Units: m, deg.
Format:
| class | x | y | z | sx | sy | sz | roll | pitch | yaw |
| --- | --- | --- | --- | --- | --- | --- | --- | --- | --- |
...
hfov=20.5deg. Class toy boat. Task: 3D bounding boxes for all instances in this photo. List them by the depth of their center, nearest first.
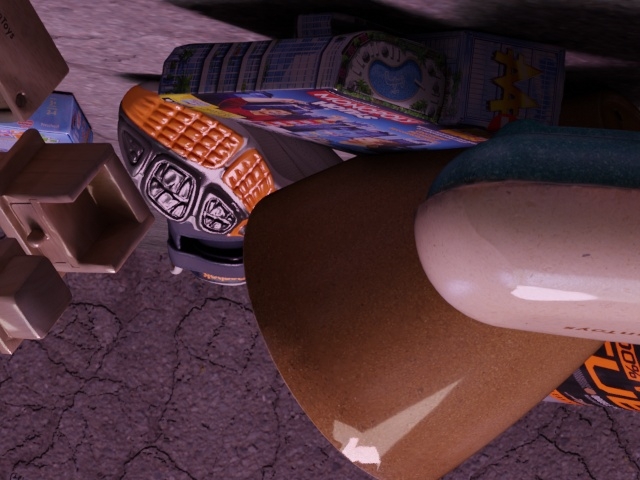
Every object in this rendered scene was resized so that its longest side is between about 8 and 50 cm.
| class | x | y | z | sx | sy | sz | roll | pitch | yaw |
| --- | --- | --- | --- | --- | --- | --- | --- | --- | --- |
| toy boat | 0.205 | -0.028 | 0.957 | 0.268 | 0.148 | 0.318 | 7 | 169 | -13 |

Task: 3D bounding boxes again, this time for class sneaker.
| class | x | y | z | sx | sy | sz | roll | pitch | yaw |
| --- | --- | --- | --- | --- | --- | --- | --- | --- | --- |
| sneaker | -0.059 | -0.062 | 1.423 | 0.099 | 0.121 | 0.262 | -39 | 127 | 24 |
| sneaker | -0.087 | -0.025 | 1.698 | 0.126 | 0.127 | 0.321 | 8 | 174 | 5 |

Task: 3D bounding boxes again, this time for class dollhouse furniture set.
| class | x | y | z | sx | sy | sz | roll | pitch | yaw |
| --- | --- | --- | --- | --- | --- | --- | --- | --- | --- |
| dollhouse furniture set | -0.295 | 0.001 | 0.885 | 0.174 | 0.355 | 0.303 | 2 | 134 | 37 |

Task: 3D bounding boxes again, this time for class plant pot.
| class | x | y | z | sx | sy | sz | roll | pitch | yaw |
| --- | --- | --- | --- | --- | --- | --- | --- | --- | --- |
| plant pot | 0.117 | 0.009 | 1.208 | 0.254 | 0.237 | 0.237 | -32 | 155 | 28 |

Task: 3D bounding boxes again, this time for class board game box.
| class | x | y | z | sx | sy | sz | roll | pitch | yaw |
| --- | --- | --- | --- | --- | --- | --- | --- | --- | --- |
| board game box | 0.039 | -0.097 | 1.075 | 0.194 | 0.060 | 0.194 | 1 | 172 | 41 |
| board game box | -0.288 | -0.103 | 1.555 | 0.160 | 0.039 | 0.211 | 7 | 176 | -3 |

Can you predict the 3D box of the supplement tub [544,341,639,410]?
| class | x | y | z | sx | sy | sz | roll | pitch | yaw |
| --- | --- | --- | --- | --- | --- | --- | --- | --- | --- |
| supplement tub | 0.295 | 0.043 | 1.484 | 0.207 | 0.207 | 0.338 | 11 | 173 | -43 |
